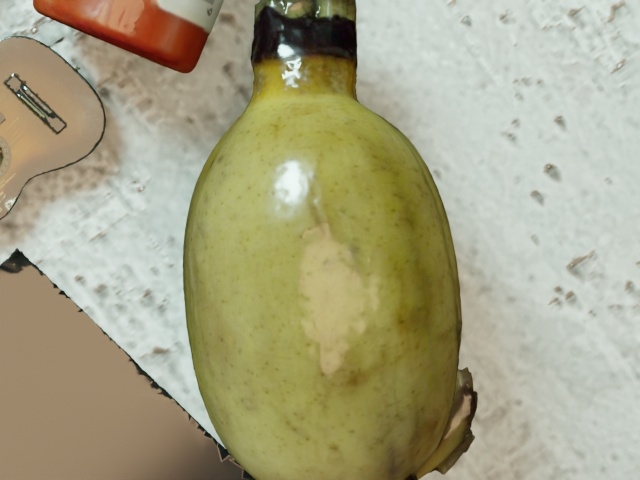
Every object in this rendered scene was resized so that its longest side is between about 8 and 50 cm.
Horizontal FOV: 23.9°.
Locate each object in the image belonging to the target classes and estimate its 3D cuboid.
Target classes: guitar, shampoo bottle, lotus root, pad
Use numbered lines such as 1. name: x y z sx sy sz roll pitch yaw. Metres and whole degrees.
1. guitar: -0.231 -0.024 0.921 0.088 0.025 0.233 44 89 -11
2. shampoo bottle: -0.070 -0.243 0.879 0.104 0.104 0.278 22 93 -12
3. lotus root: 0.000 0.000 0.885 0.182 0.183 0.310 -6 96 -9
4. pad: -0.237 0.216 0.962 0.367 0.007 0.247 -44 102 -1
